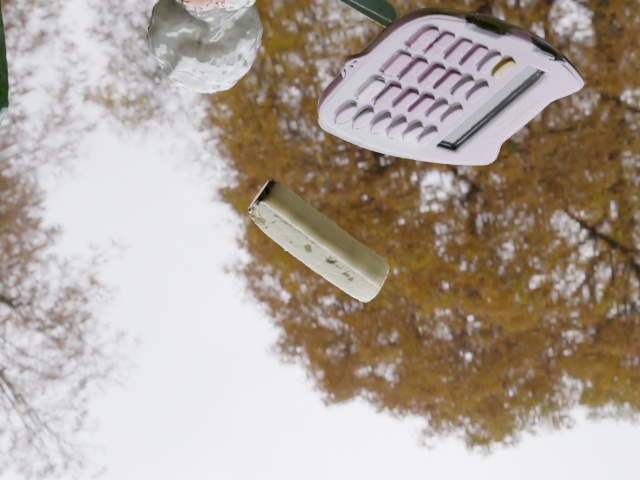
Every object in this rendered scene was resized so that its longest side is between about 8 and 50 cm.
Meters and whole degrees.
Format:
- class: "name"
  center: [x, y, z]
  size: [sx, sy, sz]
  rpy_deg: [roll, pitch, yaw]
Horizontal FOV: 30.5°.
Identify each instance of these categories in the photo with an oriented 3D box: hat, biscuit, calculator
- class: "hat"
  center: [-0.051, -0.128, 0.462]
  size: [0.093, 0.162, 0.112]
  rpy_deg: [-10, -133, 9]
- class: "biscuit"
  center: [0.000, 0.000, 1.415]
  size: [0.188, 0.056, 0.052]
  rpy_deg: [36, -128, -9]
- class: "calculator"
  center: [0.126, -0.155, 1.186]
  size: [0.194, 0.294, 0.043]
  rpy_deg: [-41, -123, 34]

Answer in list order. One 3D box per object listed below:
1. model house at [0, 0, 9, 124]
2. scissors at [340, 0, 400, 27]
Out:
- class: "model house"
  center: [-0.592, -0.254, 1.399]
  size: [0.342, 0.334, 0.382]
  rpy_deg: [6, -115, -32]
- class: "scissors"
  center: [-0.069, -0.339, 1.248]
  size: [0.447, 0.193, 0.029]
  rpy_deg: [42, -152, 30]
